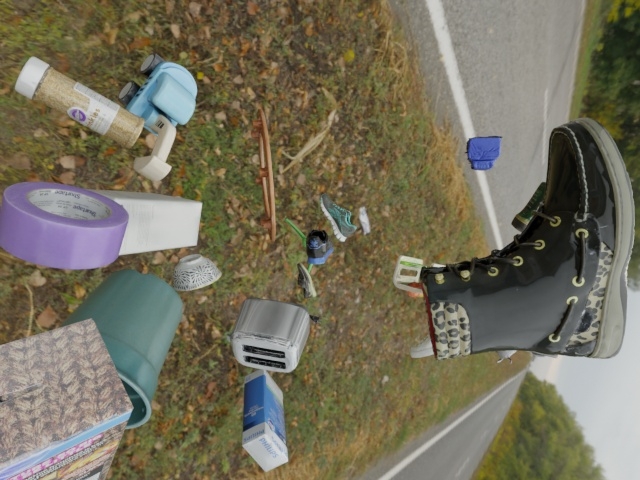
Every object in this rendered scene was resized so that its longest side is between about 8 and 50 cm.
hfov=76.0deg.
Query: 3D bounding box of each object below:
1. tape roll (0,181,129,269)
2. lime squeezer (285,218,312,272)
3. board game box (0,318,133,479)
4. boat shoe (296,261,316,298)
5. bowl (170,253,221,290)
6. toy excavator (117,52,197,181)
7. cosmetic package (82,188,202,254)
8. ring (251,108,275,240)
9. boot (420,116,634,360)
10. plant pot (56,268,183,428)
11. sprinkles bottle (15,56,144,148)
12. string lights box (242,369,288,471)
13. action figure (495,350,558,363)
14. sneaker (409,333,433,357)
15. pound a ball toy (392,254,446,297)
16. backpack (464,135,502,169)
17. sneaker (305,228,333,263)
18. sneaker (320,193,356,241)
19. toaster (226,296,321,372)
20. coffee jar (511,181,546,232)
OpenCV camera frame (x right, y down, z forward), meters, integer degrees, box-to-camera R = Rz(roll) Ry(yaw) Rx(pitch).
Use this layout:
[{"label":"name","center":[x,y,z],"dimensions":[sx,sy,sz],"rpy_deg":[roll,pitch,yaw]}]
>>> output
[{"label":"tape roll","center":[-0.446,-0.029,0.720],"dimensions":[0.189,0.189,0.080],"rpy_deg":[-5,122,-57]},{"label":"lime squeezer","center":[-0.072,0.039,1.868],"dimensions":[0.109,0.311,0.059],"rpy_deg":[-13,164,-18]},{"label":"board game box","center":[-0.406,0.268,0.529],"dimensions":[0.232,0.141,0.291],"rpy_deg":[-15,148,-45]},{"label":"boat shoe","center":[-0.056,0.144,1.423],"dimensions":[0.049,0.056,0.152],"rpy_deg":[-27,119,-12]},{"label":"bowl","center":[-0.421,0.095,1.356],"dimensions":[0.170,0.170,0.080],"rpy_deg":[-31,119,-47]},{"label":"toy excavator","center":[-0.617,-0.479,1.589],"dimensions":[0.433,0.445,0.222],"rpy_deg":[-54,136,-2]},{"label":"cosmetic package","center":[-0.531,-0.060,1.180],"dimensions":[0.365,0.196,0.155],"rpy_deg":[-7,107,-71]},{"label":"ring","center":[-0.150,-0.163,1.057],"dimensions":[0.032,0.337,0.337],"rpy_deg":[-5,120,-11]},{"label":"boot","center":[0.189,0.013,0.403],"dimensions":[0.085,0.178,0.237],"rpy_deg":[-61,142,-75]},{"label":"plant pot","center":[-0.565,0.281,1.141],"dimensions":[0.334,0.341,0.341],"rpy_deg":[-78,166,-52]},{"label":"sprinkles bottle","center":[-0.768,-0.439,1.333],"dimensions":[0.355,0.121,0.121],"rpy_deg":[27,83,-33]},{"label":"string lights box","center":[-0.166,0.525,1.226],"dimensions":[0.076,0.260,0.133],"rpy_deg":[-27,115,4]},{"label":"action figure","center":[0.416,0.137,0.812],"dimensions":[0.285,0.185,0.099],"rpy_deg":[-44,141,-28]},{"label":"sneaker","center":[0.429,0.326,1.457],"dimensions":[0.290,0.123,0.106],"rpy_deg":[-34,163,33]},{"label":"pound a ball toy","center":[0.390,0.145,1.438],"dimensions":[0.319,0.208,0.136],"rpy_deg":[10,94,-60]},{"label":"backpack","center":[0.484,-0.261,1.230],"dimensions":[0.120,0.097,0.101],"rpy_deg":[-24,121,-71]},{"label":"sneaker","center":[0.000,0.000,1.322],"dimensions":[0.232,0.081,0.091],"rpy_deg":[-72,163,-73]},{"label":"sneaker","center":[0.060,-0.083,1.313],"dimensions":[0.167,0.076,0.065],"rpy_deg":[62,21,5]},{"label":"toaster","center":[-0.121,0.243,1.049],"dimensions":[0.146,0.226,0.129],"rpy_deg":[-71,166,-53]},{"label":"coffee jar","center":[0.752,-0.103,1.413],"dimensions":[0.184,0.096,0.079],"rpy_deg":[-59,-170,22]}]
